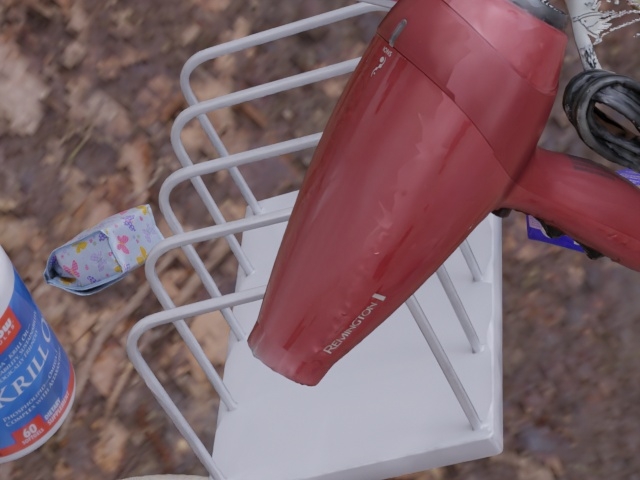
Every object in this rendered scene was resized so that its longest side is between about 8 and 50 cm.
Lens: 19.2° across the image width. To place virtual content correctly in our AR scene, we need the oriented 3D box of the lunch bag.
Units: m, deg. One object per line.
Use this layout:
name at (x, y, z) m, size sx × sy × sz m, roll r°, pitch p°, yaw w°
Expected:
lunch bag at (-0.179, 0.011, 1.564) m, size 0.071 × 0.083 × 0.053 m, roll -34°, pitch 103°, yaw -55°

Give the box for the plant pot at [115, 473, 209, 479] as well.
plant pot at (-0.113, 0.412, 1.539) m, size 0.334 × 0.305 × 0.333 m, roll -8°, pitch 47°, yaw 9°

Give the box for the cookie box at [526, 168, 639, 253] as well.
cookie box at (0.215, -0.023, 1.363) m, size 0.107 × 0.092 × 0.040 m, roll -12°, pitch 102°, yaw -23°

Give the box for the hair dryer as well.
hair dryer at (0.100, -0.023, 0.808) m, size 0.294 × 0.080 × 0.223 m, roll -24°, pitch 119°, yaw -8°

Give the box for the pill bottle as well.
pill bottle at (-0.279, 0.064, 1.441) m, size 0.124 × 0.221 × 0.124 m, roll -9°, pitch 50°, yaw 11°

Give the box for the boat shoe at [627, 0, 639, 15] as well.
boat shoe at (0.161, -0.256, 1.046) m, size 0.285 × 0.089 × 0.104 m, roll 67°, pitch 20°, yaw -2°

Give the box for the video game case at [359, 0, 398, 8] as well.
video game case at (-0.010, -0.260, 0.966) m, size 0.204 × 0.285 × 0.025 m, roll 17°, pitch 40°, yaw 27°

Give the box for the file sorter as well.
file sorter at (0.000, 0.000, 1.224) m, size 0.277 × 0.193 × 0.173 m, roll -84°, pitch 154°, yaw -47°
